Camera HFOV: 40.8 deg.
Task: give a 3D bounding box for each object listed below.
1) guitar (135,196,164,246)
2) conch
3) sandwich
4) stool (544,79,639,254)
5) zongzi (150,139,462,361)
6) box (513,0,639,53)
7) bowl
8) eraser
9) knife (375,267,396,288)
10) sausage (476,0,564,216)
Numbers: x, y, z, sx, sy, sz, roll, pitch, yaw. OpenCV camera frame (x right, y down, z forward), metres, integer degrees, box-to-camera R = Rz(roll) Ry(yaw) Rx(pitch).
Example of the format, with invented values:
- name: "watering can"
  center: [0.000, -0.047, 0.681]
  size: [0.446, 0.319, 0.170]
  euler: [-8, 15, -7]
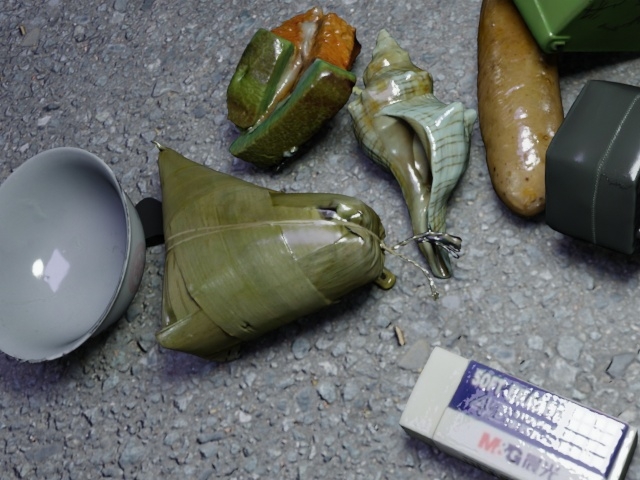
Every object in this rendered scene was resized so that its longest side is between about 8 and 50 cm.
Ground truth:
- name: "guitar"
  center: [-0.202, -0.025, 1.444]
  size: [0.271, 0.038, 0.083]
  euler: [4, 70, 23]
- name: "conch"
  center: [0.160, -0.148, 1.295]
  size: [0.170, 0.203, 0.386]
  euler: [-26, 80, -16]
- name: "sandwich"
  center: [-0.047, -0.289, 1.419]
  size: [0.250, 0.162, 0.301]
  euler: [-31, 31, 42]
- name: "stool"
  center: [0.404, -0.097, 1.136]
  size: [0.141, 0.232, 0.232]
  euler: [23, 75, 37]
- name: "zongzi"
  center: [-0.053, -0.056, 1.285]
  size: [0.447, 0.181, 0.418]
  euler: [-23, 61, 17]
- name: "box"
  center: [0.436, -0.382, 1.196]
  size: [0.329, 0.253, 0.177]
  euler: [-10, 69, -29]
- name: "bowl"
  center: [-0.395, 0.032, 1.405]
  size: [0.346, 0.157, 0.345]
  euler: [-7, 75, 27]
- name: "eraser"
  center: [0.251, 0.247, 1.110]
  size: [0.279, 0.081, 0.124]
  euler: [20, 74, 28]
- name: "knife"
  center: [-0.001, -0.001, 1.367]
  size: [0.298, 0.017, 0.047]
  euler: [36, 88, 31]
- name: "sausage"
  center: [0.305, -0.268, 1.308]
  size: [0.123, 0.136, 0.500]
  euler: [-31, 49, 49]
